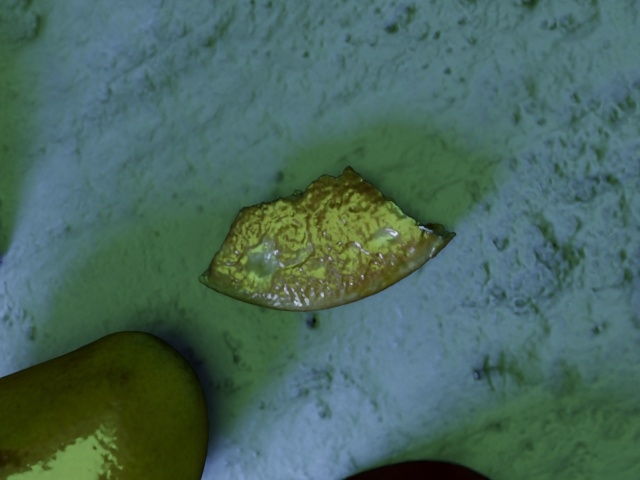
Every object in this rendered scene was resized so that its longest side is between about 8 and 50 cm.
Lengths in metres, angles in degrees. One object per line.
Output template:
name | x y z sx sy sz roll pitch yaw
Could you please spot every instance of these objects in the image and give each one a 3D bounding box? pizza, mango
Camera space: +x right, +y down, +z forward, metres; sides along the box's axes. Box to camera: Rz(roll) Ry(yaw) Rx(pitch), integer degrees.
pizza | -0.002 0.006 0.751 0.271 0.056 0.134 -21 94 14
mango | -0.277 0.249 0.751 0.378 0.221 0.264 -38 84 4

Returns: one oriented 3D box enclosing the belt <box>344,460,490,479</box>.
belt | 0.065 0.369 0.745 0.324 0.115 0.227 -30 89 13
